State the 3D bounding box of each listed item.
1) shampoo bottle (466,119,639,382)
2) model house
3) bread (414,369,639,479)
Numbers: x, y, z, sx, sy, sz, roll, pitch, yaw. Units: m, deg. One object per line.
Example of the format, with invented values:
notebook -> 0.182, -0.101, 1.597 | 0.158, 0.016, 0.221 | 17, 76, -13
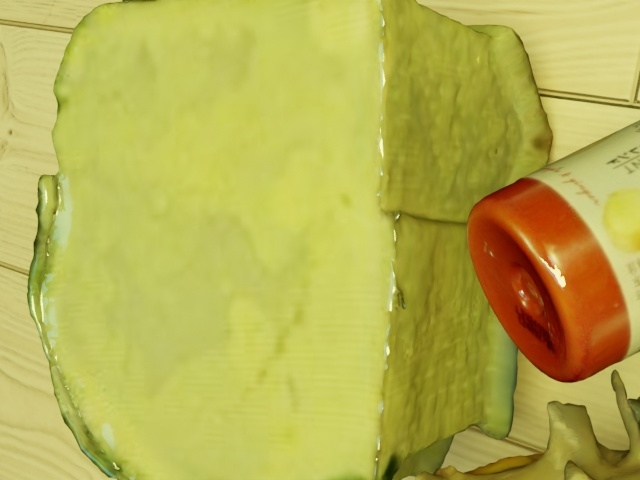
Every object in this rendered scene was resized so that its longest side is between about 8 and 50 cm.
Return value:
shampoo bottle -> 0.220, -0.031, 0.505 | 0.278, 0.104, 0.104 | -25, 74, -11
model house -> 0.000, 0.000, 0.629 | 0.261, 0.266, 0.321 | 5, 95, 35
bread -> 0.187, 0.247, 0.482 | 0.389, 0.183, 0.236 | 39, 86, -10
